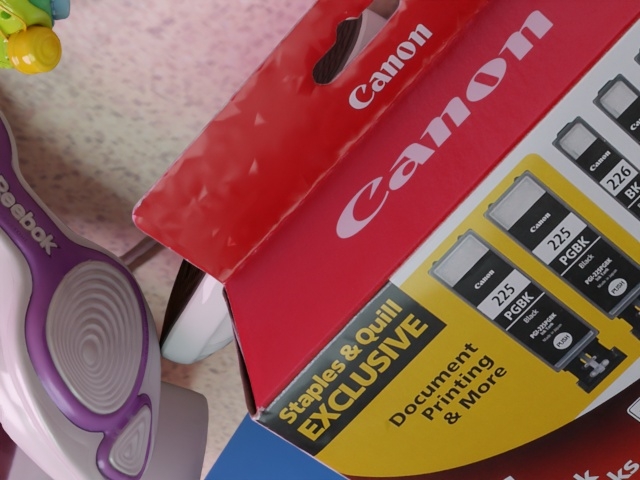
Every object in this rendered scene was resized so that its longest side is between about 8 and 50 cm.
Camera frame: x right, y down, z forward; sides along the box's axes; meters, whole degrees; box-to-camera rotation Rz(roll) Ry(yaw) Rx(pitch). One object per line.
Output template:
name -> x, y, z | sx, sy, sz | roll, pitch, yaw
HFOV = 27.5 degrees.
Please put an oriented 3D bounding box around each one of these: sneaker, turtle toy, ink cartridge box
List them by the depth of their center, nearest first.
ink cartridge box -> 0.104, -0.018, 0.649 | 0.272, 0.130, 0.309 | 35, 105, -26
turtle toy -> -0.181, -0.142, 0.679 | 0.095, 0.066, 0.130 | 7, 143, 37
sneaker -> 0.000, 0.000, 0.785 | 0.123, 0.106, 0.290 | 26, 134, -17
sneaker -> -0.208, 0.028, 0.803 | 0.152, 0.114, 0.305 | -26, 98, 40

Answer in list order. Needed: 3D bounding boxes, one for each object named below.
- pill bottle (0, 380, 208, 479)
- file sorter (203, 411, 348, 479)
pill bottle -> -0.291, 0.144, 0.895 | 0.392, 0.224, 0.224 | 17, 137, -11
file sorter -> 0.022, 0.186, 0.858 | 0.170, 0.118, 0.104 | 21, 152, 24
